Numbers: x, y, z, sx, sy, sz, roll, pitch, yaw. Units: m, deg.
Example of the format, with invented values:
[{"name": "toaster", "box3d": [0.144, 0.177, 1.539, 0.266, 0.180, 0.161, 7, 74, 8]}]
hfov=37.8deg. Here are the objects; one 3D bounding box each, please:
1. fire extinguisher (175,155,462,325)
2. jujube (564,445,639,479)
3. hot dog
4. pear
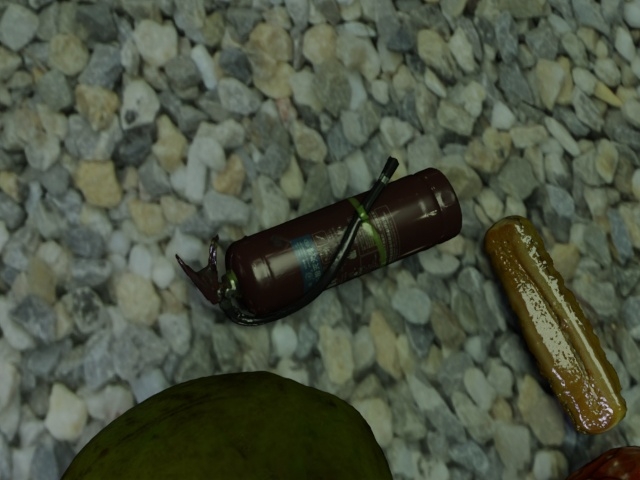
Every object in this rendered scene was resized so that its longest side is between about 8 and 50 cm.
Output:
[{"name": "fire extinguisher", "box3d": [0.000, 0.000, 1.109, 0.341, 0.105, 0.142, -21, 112, -18]}, {"name": "jujube", "box3d": [0.330, 0.348, 1.060, 0.250, 0.174, 0.174, -31, 83, -23]}, {"name": "hot dog", "box3d": [0.292, 0.103, 1.171, 0.083, 0.068, 0.289, -28, 79, 17]}, {"name": "pear", "box3d": [-0.091, 0.313, 0.899, 0.351, 0.352, 0.414, 24, 61, -5]}]
